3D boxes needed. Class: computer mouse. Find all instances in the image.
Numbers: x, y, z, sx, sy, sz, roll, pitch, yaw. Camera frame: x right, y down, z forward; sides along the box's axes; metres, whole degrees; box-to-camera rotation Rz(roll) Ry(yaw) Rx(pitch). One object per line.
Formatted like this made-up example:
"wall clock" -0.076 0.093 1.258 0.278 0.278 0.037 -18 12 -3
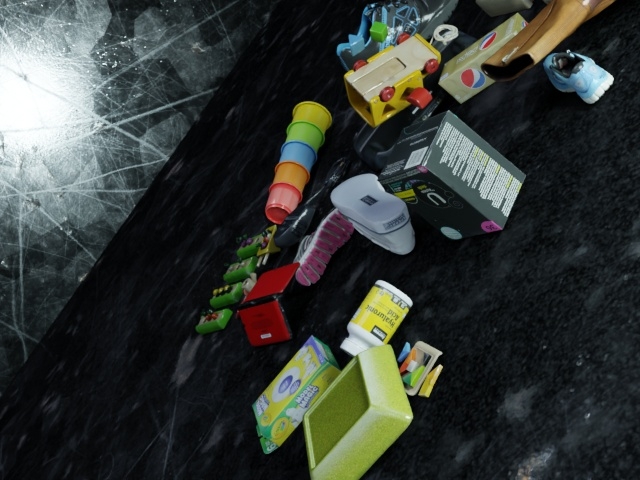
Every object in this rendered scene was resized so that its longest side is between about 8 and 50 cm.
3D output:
"computer mouse" -0.011 -0.075 1.985 0.242 0.041 0.071 -50 18 -13

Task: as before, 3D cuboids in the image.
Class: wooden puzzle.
"wooden puzzle" 0.129 0.173 1.315 0.079 0.014 0.116 -57 21 -12

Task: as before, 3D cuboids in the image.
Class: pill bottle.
"pill bottle" 0.080 0.123 1.427 0.116 0.065 0.065 -56 21 -8

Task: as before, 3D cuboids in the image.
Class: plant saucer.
"plant saucer" 0.037 0.246 1.331 0.188 0.045 0.188 -50 21 16

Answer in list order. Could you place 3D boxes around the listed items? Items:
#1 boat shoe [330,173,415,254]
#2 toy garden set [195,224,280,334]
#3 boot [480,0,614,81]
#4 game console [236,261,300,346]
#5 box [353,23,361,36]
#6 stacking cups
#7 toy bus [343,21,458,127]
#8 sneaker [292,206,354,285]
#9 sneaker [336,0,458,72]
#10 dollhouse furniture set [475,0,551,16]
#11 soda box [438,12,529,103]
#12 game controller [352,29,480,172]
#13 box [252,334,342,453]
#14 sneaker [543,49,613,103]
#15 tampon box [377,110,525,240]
"boat shoe" 0.088 -0.041 1.640 0.095 0.084 0.258 -27 24 -3
"toy garden set" -0.172 0.074 2.053 0.203 0.049 0.244 -20 38 55
"boot" 0.384 -0.352 1.399 0.280 0.096 0.264 -40 16 -19
"game console" -0.082 0.119 1.775 0.085 0.124 0.144 -21 1 -34
"box" 0.159 -0.507 2.286 0.220 0.051 0.175 -36 26 35
"stacking cups" -0.057 -0.168 2.159 0.096 0.096 0.316 -29 34 46
"toy bus" 0.145 -0.297 1.780 0.202 0.104 0.191 6 59 14
"sneaker" 0.000 0.000 1.790 0.170 0.063 0.075 -57 27 1
"sneaker" 0.176 -0.483 2.082 0.341 0.139 0.125 -53 25 0
"dollhouse furniture set" 0.318 -0.588 1.735 0.198 0.303 0.286 -56 21 -8
"soda box" 0.294 -0.316 1.686 0.181 0.061 0.058 -30 30 46
"game controller" 0.187 -0.271 1.864 0.319 0.067 0.166 -50 35 7
"box" -0.047 0.245 1.529 0.179 0.043 0.105 -52 20 6
"sneaker" 0.369 -0.258 1.420 0.063 0.073 0.162 -50 21 8
"tampon box" 0.190 -0.090 1.402 0.120 0.161 0.101 -16 42 59
